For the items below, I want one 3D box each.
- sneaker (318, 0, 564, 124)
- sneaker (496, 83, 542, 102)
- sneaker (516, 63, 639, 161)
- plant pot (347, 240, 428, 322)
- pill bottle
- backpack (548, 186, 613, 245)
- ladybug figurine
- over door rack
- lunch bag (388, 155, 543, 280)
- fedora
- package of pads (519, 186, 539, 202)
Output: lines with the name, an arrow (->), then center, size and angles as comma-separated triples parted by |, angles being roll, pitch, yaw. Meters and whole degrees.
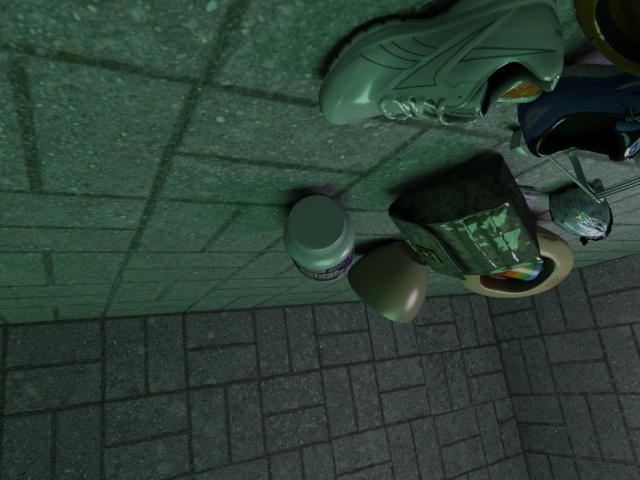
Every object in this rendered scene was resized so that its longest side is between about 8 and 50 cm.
sneaker -> 0.129, -0.194, 0.524 | 0.296, 0.130, 0.111 | -15, 165, 28
sneaker -> 0.230, -0.224, 0.630 | 0.174, 0.064, 0.067 | -15, 144, 4
sneaker -> 0.442, -0.173, 0.595 | 0.329, 0.147, 0.129 | -7, 146, 36
plant pot -> 0.262, 0.115, 1.538 | 0.284, 0.284, 0.191 | 8, 123, -46
pill bottle -> 0.000, 0.000, 1.085 | 0.169, 0.170, 0.301 | -9, 165, 2
backpack -> 0.726, -0.084, 1.242 | 0.181, 0.152, 0.115 | 15, 150, -27
ladybug figurine -> 0.640, 0.054, 1.498 | 0.448, 0.162, 0.305 | 13, 130, -22
over door rack -> 0.550, -0.195, 0.821 | 0.324, 0.108, 0.239 | 19, 153, -29
lunch bag -> 0.327, -0.028, 1.037 | 0.286, 0.169, 0.235 | -18, 134, 34
fedora -> 0.365, -0.252, 0.463 | 0.079, 0.194, 0.194 | -48, 157, 4
package of pads -> 0.533, -0.120, 1.181 | 0.083, 0.032, 0.050 | 0, 161, -29
